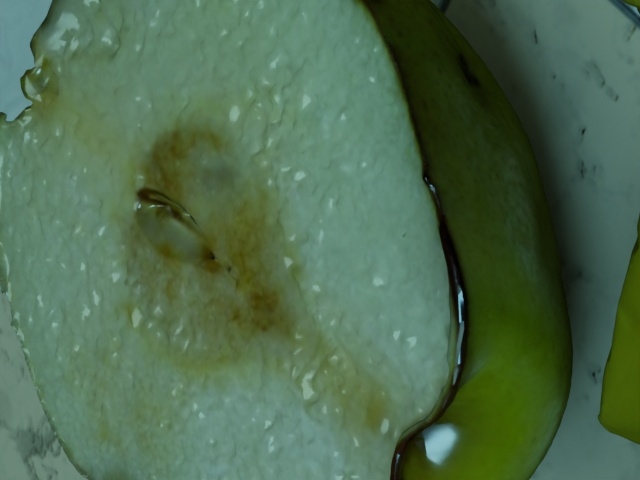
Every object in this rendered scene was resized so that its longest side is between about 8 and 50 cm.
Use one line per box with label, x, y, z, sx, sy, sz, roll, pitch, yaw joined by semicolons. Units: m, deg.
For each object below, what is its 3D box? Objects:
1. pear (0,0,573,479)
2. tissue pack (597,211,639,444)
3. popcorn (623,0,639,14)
pear;0.000;0.000;1.074;0.386;0.191;0.340;45;122;35
tissue pack;0.260;0.033;0.832;0.271;0.134;0.192;21;110;44
popcorn;0.234;-0.160;0.734;0.332;0.265;0.225;-3;130;20
